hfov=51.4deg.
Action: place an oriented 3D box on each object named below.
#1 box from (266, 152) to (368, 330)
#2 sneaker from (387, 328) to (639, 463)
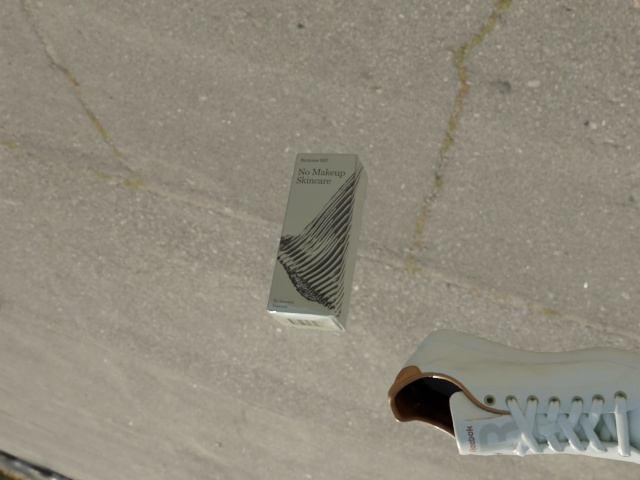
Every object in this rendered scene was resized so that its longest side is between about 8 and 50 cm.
[{"bbox_3d":[0.000,0.000,1.065,0.113,0.275,0.094,2,158,17],"label":"box"},{"bbox_3d":[0.190,0.158,0.580,0.290,0.123,0.105,1,115,41],"label":"sneaker"}]
